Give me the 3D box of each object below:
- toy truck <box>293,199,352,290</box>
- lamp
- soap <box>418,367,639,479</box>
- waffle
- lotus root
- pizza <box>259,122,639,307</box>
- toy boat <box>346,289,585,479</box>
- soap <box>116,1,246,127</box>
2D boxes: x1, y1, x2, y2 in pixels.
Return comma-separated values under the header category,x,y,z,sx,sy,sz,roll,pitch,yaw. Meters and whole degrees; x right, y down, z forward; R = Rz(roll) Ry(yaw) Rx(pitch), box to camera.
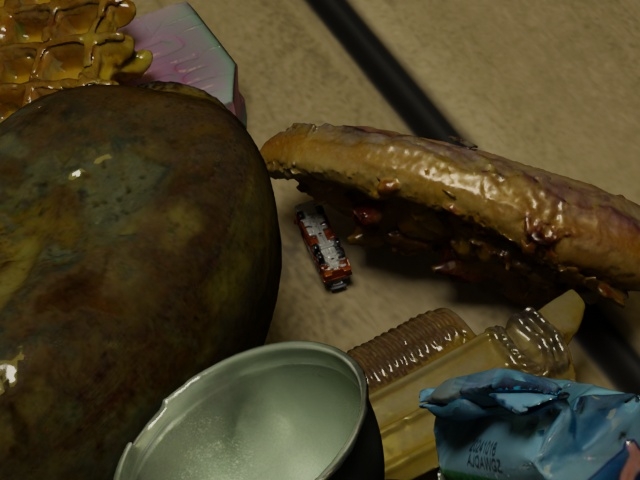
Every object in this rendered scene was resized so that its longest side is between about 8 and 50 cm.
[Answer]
category,x,y,z,sx,sy,sz,roll,pitch,yaw
toy truck,0.000,0.000,1.160,0.024,0.032,0.083,-19,52,-9
lamp,0.006,0.182,0.861,0.147,0.227,0.172,-3,38,37
soap,0.168,0.180,0.828,0.077,0.156,0.293,-39,97,-16
waffle,-0.270,-0.112,1.229,0.293,0.069,0.260,-43,53,-15
lotus root,-0.153,0.052,0.977,0.250,0.250,0.346,16,51,17
pizza,0.096,-0.015,1.103,0.305,0.161,0.085,15,79,18
toy boat,0.042,0.119,1.007,0.310,0.089,0.115,-25,62,-18
soap,-0.116,-0.118,1.257,0.100,0.056,0.149,-24,50,-14
